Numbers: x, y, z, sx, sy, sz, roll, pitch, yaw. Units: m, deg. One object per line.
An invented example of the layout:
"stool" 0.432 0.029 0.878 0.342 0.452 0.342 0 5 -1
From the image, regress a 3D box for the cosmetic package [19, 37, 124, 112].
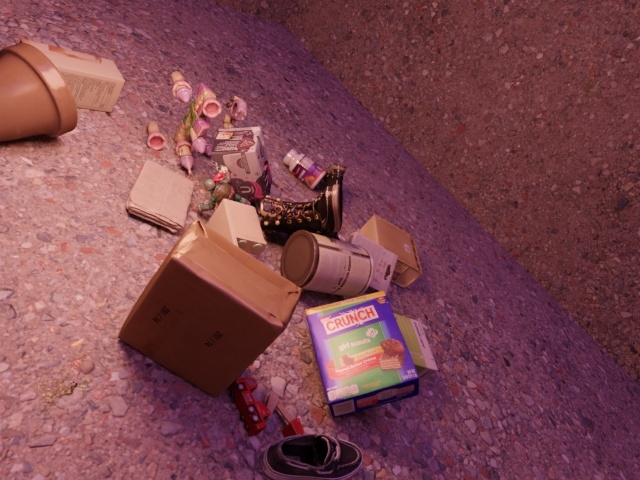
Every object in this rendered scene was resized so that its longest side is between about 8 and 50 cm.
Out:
"cosmetic package" -0.848 -0.549 1.566 0.296 0.153 0.129 -3 53 -51

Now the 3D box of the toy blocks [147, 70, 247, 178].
"toy blocks" -0.436 -0.403 1.699 0.309 0.288 0.260 15 33 -39

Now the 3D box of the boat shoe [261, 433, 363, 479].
"boat shoe" 0.003 0.535 1.161 0.301 0.102 0.108 19 37 -31

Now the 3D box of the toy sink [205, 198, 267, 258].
"toy sink" -0.270 0.010 1.483 0.131 0.153 0.234 15 39 -36

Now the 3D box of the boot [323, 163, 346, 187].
"boot" 0.050 -0.257 2.220 0.085 0.236 0.179 11 82 -15

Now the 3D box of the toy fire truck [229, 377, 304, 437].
"toy fire truck" -0.140 0.434 1.189 0.135 0.047 0.192 0 48 -48

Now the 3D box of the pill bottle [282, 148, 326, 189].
"pill bottle" -0.078 -0.338 2.172 0.193 0.108 0.108 39 31 -1

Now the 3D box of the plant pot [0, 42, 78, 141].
"plant pot" -0.862 -0.381 1.288 0.263 0.263 0.229 41 50 1

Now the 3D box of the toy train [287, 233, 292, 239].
"toy train" -0.119 -0.043 1.836 0.036 0.027 0.158 28 31 -39

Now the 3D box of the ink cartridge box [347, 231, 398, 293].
"ink cartridge box" 0.193 0.095 1.882 0.224 0.056 0.181 29 71 -23

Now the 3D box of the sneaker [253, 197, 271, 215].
"sneaker" -0.246 -0.190 1.829 0.211 0.081 0.080 50 34 19

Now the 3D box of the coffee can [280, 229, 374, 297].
"coffee can" 0.025 0.089 1.653 0.275 0.201 0.201 15 40 -36

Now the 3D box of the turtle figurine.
"turtle figurine" -0.340 -0.153 1.570 0.118 0.175 0.234 34 -10 44

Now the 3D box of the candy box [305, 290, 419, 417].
"candy box" 0.119 0.332 1.401 0.268 0.122 0.317 -14 47 -4

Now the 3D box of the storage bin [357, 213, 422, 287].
"storage bin" 0.313 0.047 2.097 0.260 0.123 0.262 29 32 -20

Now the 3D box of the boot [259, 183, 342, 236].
"boot" -0.069 -0.100 1.622 0.284 0.377 0.138 3 79 -2

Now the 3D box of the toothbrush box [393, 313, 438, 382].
"toothbrush box" 0.246 0.367 1.618 0.283 0.122 0.206 19 38 -29

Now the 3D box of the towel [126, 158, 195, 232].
"towel" -0.517 -0.147 1.517 0.187 0.049 0.282 27 32 -23

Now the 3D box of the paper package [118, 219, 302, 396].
"paper package" -0.268 0.170 1.115 0.309 0.325 0.168 36 32 -9

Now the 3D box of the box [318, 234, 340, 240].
"box" 0.000 0.000 1.858 0.147 0.077 0.180 16 39 -35

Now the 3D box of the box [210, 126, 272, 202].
"box" -0.276 -0.267 1.680 0.163 0.247 0.142 -1 51 6
